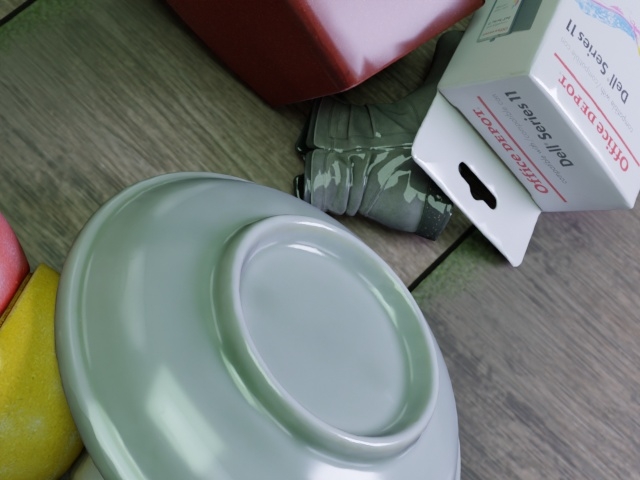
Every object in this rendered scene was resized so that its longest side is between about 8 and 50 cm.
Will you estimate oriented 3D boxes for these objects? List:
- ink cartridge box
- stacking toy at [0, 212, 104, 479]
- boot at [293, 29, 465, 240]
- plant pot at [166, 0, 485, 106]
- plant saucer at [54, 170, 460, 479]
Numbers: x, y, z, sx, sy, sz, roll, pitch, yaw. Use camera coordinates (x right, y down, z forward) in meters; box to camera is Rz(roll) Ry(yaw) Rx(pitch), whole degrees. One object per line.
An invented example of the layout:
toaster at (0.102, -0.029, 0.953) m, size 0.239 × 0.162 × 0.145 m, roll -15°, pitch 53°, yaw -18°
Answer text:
ink cartridge box at (0.248, -0.168, 1.077) m, size 0.207 × 0.119 × 0.353 m, roll 43°, pitch 63°, yaw -32°
stacking toy at (-0.294, 0.101, 0.861) m, size 0.480 × 0.351 × 0.350 m, roll 33°, pitch 66°, yaw -14°
boot at (0.066, -0.126, 1.095) m, size 0.161 × 0.083 × 0.246 m, roll 15°, pitch 67°, yaw -4°
plant pot at (0.000, -0.277, 1.044) m, size 0.267 × 0.267 × 0.235 m, roll -34°, pitch 105°, yaw -21°
plant saucer at (-0.014, 0.091, 0.883) m, size 0.401 × 0.100 × 0.400 m, roll 27°, pitch 41°, yaw -27°
